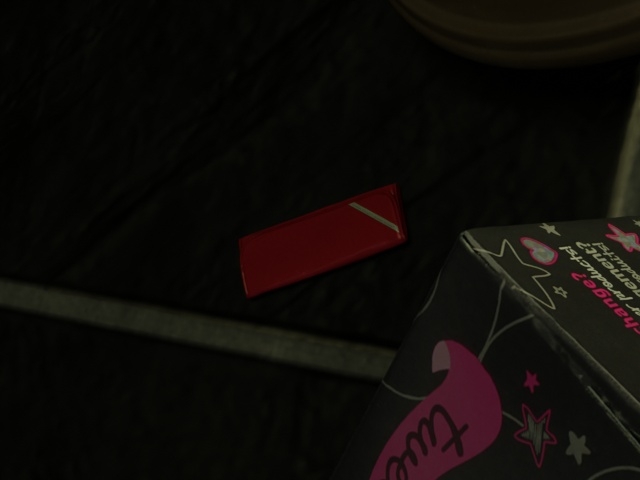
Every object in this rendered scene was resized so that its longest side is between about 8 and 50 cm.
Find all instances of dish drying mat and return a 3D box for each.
[{"bbox_3d":[0.000,0.000,0.733,0.083,0.008,0.032,-19,64,20],"label":"dish drying mat"}]

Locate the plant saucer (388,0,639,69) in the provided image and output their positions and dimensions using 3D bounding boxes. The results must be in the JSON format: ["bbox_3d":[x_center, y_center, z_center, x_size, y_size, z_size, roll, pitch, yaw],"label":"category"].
[{"bbox_3d":[0.129,-0.199,0.687,0.278,0.041,0.278,-20,51,27],"label":"plant saucer"}]

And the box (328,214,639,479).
[{"bbox_3d":[0.081,0.134,0.501,0.163,0.142,0.247,46,123,33],"label":"box"}]
